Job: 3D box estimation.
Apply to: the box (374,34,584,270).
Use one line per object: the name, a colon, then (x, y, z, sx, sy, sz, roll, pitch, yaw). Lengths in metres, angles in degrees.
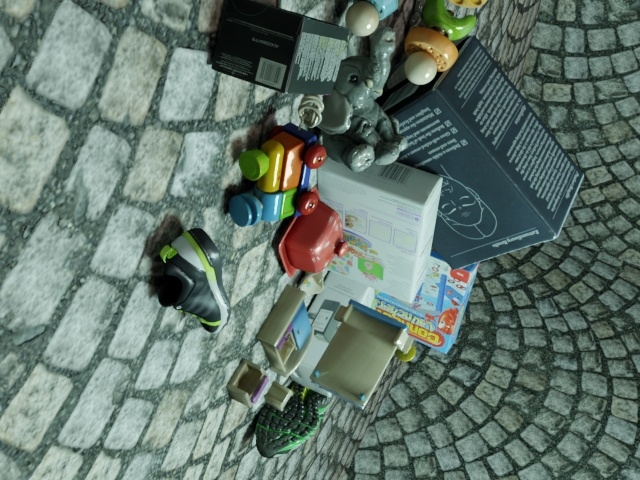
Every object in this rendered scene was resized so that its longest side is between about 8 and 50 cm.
box: (0.300, -0.169, 1.546, 0.293, 0.395, 0.212, -24, -156, 51)

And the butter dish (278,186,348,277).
butter dish: (0.000, 0.000, 1.481, 0.160, 0.118, 0.160, -61, 160, -22)

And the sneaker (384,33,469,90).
sneaker: (0.236, -0.409, 1.724, 0.226, 0.086, 0.163, -38, -171, -1)

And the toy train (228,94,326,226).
toy train: (-0.071, -0.141, 1.169, 0.143, 0.105, 0.248, -26, 137, -45)

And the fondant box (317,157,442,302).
fondant box: (0.119, -0.032, 1.590, 0.096, 0.238, 0.330, -56, 159, -36)

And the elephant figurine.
elephant figurine: (0.059, -0.258, 1.319, 0.169, 0.186, 0.239, -105, 175, -61)

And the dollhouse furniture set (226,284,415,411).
dollhouse furniture set: (0.016, 0.287, 1.564, 0.286, 0.303, 0.198, -59, 159, -24)

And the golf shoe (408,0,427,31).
golf shoe: (0.242, -0.542, 1.656, 0.086, 0.069, 0.176, -69, 179, -67)

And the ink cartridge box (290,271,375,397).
ink cartridge box: (0.029, 0.227, 1.831, 0.273, 0.114, 0.198, -60, 161, -23)

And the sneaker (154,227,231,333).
sneaker: (-0.201, 0.071, 1.100, 0.097, 0.084, 0.235, -31, 145, -23)

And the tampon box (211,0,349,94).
tampon box: (-0.053, -0.266, 1.016, 0.161, 0.120, 0.102, -22, 131, -65)

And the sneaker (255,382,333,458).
sneaker: (-0.062, 0.460, 1.817, 0.343, 0.134, 0.146, -21, 132, -66)

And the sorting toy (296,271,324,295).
sorting toy: (-0.028, 0.095, 1.643, 0.075, 0.044, 0.083, -47, 154, -31)

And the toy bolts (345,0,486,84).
toy bolts: (0.160, -0.398, 1.281, 0.159, 0.228, 0.218, -61, -176, -13)

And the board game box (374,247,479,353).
board game box: (0.263, 0.128, 2.075, 0.086, 0.308, 0.302, -45, 150, -48)
